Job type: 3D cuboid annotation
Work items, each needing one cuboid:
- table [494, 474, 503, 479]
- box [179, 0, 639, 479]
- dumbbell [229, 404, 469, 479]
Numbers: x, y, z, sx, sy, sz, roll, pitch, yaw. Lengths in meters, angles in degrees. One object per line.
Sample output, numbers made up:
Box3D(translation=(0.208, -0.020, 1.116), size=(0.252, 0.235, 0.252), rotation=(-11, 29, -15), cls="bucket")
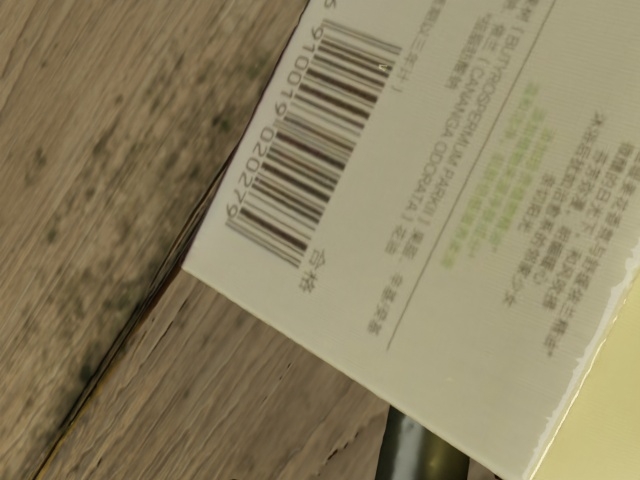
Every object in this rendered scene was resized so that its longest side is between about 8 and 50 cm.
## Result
Box3D(translation=(0.199, 0.026, 0.630), size=(0.172, 0.193, 0.169), rotation=(-11, 66, 41), cls="table")
Box3D(translation=(0.089, -0.057, 0.549), size=(0.194, 0.111, 0.260), rotation=(31, 93, 46), cls="box")
Box3D(translation=(0.054, 0.083, 0.753), size=(0.192, 0.192, 0.290), rotation=(5, 78, 45), cls="dumbbell")
